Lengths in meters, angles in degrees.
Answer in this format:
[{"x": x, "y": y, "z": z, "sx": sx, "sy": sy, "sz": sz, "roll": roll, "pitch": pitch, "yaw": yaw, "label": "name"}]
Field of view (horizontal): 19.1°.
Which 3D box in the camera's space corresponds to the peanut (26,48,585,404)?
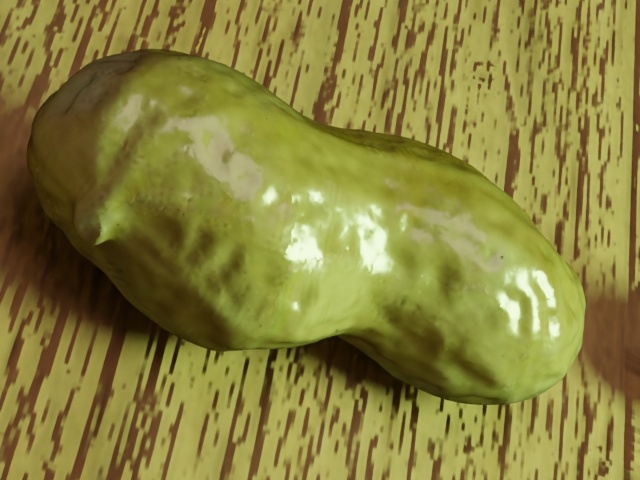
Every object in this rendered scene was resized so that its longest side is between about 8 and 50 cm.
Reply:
[{"x": 0.000, "y": 0.000, "z": 0.800, "sx": 0.263, "sy": 0.101, "sz": 0.117, "roll": 17, "pitch": 71, "yaw": -26, "label": "peanut"}]
